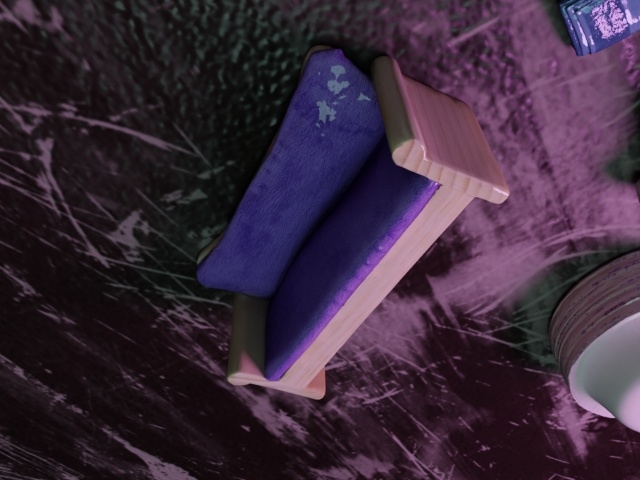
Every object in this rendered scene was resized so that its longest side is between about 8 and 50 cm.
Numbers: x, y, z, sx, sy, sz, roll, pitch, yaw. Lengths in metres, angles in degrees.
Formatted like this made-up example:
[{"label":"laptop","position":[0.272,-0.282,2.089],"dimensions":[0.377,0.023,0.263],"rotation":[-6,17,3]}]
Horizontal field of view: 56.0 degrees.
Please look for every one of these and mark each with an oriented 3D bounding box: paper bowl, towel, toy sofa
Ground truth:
[{"label":"paper bowl","position":[0.462,0.146,0.786],"dimensions":[0.285,0.148,0.284],"rotation":[-2,132,-2]},{"label":"towel","position":[0.272,-0.211,0.521],"dimensions":[0.120,0.029,0.067],"rotation":[-27,129,20]},{"label":"toy sofa","position":[0.000,0.000,0.621],"dimensions":[0.177,0.150,0.362],"rotation":[19,129,-21]}]

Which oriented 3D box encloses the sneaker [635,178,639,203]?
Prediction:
[{"label":"sneaker","position":[0.404,-0.124,0.566],"dimensions":[0.119,0.110,0.292],"rotation":[9,131,3]}]
